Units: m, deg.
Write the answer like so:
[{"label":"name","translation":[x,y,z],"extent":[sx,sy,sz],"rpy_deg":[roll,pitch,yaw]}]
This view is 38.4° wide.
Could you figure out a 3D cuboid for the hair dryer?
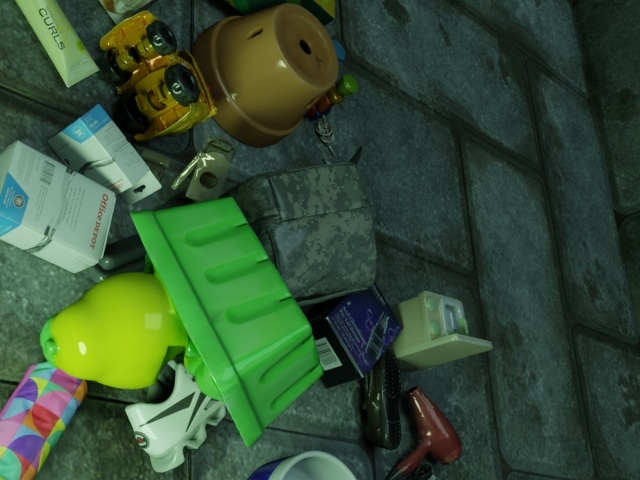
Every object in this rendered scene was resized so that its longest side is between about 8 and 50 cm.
[{"label":"hair dryer","translation":[0.232,0.465,2.025],"extent":[0.224,0.080,0.293],"rpy_deg":[21,56,-42]}]

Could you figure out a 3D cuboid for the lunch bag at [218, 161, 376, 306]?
[{"label":"lunch bag","translation":[-0.044,0.005,1.801],"extent":[0.305,0.212,0.256],"rpy_deg":[-10,77,-42]}]

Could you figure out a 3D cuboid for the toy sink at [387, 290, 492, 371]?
[{"label":"toy sink","translation":[0.241,0.198,2.048],"extent":[0.153,0.234,0.131],"rpy_deg":[16,60,-44]}]

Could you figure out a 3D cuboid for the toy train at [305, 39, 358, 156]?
[{"label":"toy train","translation":[0.031,-0.334,2.143],"extent":[0.105,0.143,0.248],"rpy_deg":[-33,98,-52]}]

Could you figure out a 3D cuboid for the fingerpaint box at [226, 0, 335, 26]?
[{"label":"fingerpaint box","translation":[-0.142,-0.719,2.104],"extent":[0.371,0.163,0.444],"rpy_deg":[33,44,-36]}]

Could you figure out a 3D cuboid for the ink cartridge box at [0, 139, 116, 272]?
[{"label":"ink cartridge box","translation":[-0.442,-0.051,1.486],"extent":[0.191,0.082,0.139],"rpy_deg":[33,49,-38]}]

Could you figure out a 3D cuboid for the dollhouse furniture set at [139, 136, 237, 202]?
[{"label":"dollhouse furniture set","translation":[-0.248,-0.165,1.742],"extent":[0.161,0.101,0.182],"rpy_deg":[21,20,-9]}]

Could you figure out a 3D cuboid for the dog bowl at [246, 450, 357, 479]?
[{"label":"dog bowl","translation":[-0.028,0.523,1.666],"extent":[0.265,0.104,0.264],"rpy_deg":[26,53,-40]}]

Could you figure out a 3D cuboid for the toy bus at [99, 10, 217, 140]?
[{"label":"toy bus","translation":[-0.291,-0.309,1.763],"extent":[0.211,0.149,0.220],"rpy_deg":[-13,79,-65]}]

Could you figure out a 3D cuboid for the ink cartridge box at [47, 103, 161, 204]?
[{"label":"ink cartridge box","translation":[-0.372,-0.132,1.591],"extent":[0.180,0.104,0.060],"rpy_deg":[54,39,-16]}]

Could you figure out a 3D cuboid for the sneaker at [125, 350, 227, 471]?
[{"label":"sneaker","translation":[-0.208,0.234,1.585],"extent":[0.146,0.122,0.330],"rpy_deg":[59,38,-13]}]

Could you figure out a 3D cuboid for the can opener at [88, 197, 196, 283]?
[{"label":"can opener","translation":[-0.308,0.003,1.643],"extent":[0.093,0.074,0.280],"rpy_deg":[35,33,16]}]

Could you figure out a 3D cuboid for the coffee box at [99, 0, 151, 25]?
[{"label":"coffee box","translation":[-0.397,-0.557,1.753],"extent":[0.246,0.141,0.098],"rpy_deg":[55,40,-13]}]

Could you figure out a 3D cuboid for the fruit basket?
[{"label":"fruit basket","translation":[-0.227,0.139,1.423],"extent":[0.283,0.392,0.392],"rpy_deg":[78,16,-55]}]

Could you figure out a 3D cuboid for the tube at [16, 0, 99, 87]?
[{"label":"tube","translation":[-0.484,-0.394,1.635],"extent":[0.070,0.062,0.240],"rpy_deg":[-32,105,-11]}]

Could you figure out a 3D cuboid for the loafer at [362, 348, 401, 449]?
[{"label":"loafer","translation":[0.121,0.336,1.957],"extent":[0.080,0.078,0.220],"rpy_deg":[29,56,-51]}]

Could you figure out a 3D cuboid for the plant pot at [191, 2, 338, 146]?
[{"label":"plant pot","translation":[-0.100,-0.372,1.960],"extent":[0.291,0.203,0.290],"rpy_deg":[26,52,-39]}]

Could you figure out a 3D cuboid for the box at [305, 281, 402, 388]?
[{"label":"box","translation":[0.059,0.187,1.938],"extent":[0.153,0.108,0.207],"rpy_deg":[58,39,-10]}]

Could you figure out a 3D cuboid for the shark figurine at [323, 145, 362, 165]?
[{"label":"shark figurine","translation":[0.041,-0.093,2.061],"extent":[0.166,0.116,0.278],"rpy_deg":[60,40,-11]}]

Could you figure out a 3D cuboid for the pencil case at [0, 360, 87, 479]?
[{"label":"pencil case","translation":[-0.429,0.280,1.322],"extent":[0.104,0.104,0.236],"rpy_deg":[49,40,-21]}]
